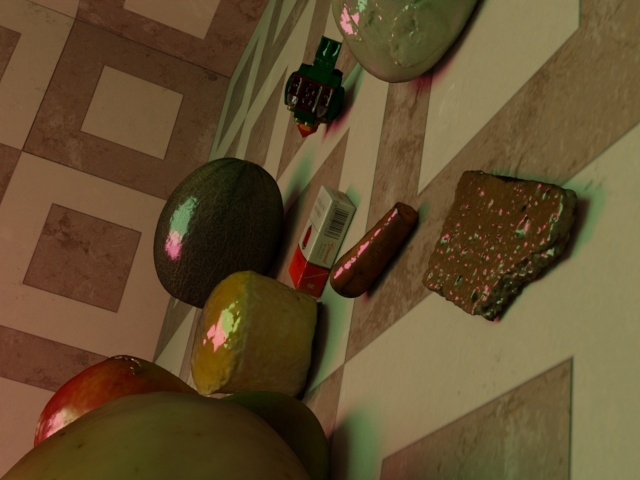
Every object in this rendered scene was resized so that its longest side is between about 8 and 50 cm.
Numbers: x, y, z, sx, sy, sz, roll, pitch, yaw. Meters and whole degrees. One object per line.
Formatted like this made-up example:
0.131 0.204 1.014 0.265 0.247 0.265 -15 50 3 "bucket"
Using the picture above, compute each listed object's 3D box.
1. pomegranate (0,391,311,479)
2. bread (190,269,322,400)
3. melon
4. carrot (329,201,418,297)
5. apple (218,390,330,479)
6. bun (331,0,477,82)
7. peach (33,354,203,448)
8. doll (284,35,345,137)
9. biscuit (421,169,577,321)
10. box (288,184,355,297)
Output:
-0.121 0.325 0.801 0.411 0.411 0.412 -161 90 -76 "pomegranate"
-0.099 0.143 1.331 0.197 0.170 0.197 -162 90 -78 "bread"
-0.197 -0.016 1.780 0.302 0.237 0.237 -66 14 3 "melon"
0.066 0.014 1.131 0.161 0.055 0.055 -49 25 41 "carrot"
-0.079 0.271 1.069 0.196 0.196 0.157 -57 43 45 "apple"
0.099 -0.366 1.220 0.293 0.187 0.293 -163 90 -74 "bun"
-0.351 0.399 1.616 0.370 0.369 0.370 -161 90 -76 "peach"
-0.009 -0.267 1.663 0.186 0.106 0.134 100 -170 -73 "doll"
0.158 0.005 0.831 0.237 0.026 0.131 -147 75 -75 "biscuit"
0.000 0.000 1.410 0.100 0.048 0.152 -114 42 -73 "box"
